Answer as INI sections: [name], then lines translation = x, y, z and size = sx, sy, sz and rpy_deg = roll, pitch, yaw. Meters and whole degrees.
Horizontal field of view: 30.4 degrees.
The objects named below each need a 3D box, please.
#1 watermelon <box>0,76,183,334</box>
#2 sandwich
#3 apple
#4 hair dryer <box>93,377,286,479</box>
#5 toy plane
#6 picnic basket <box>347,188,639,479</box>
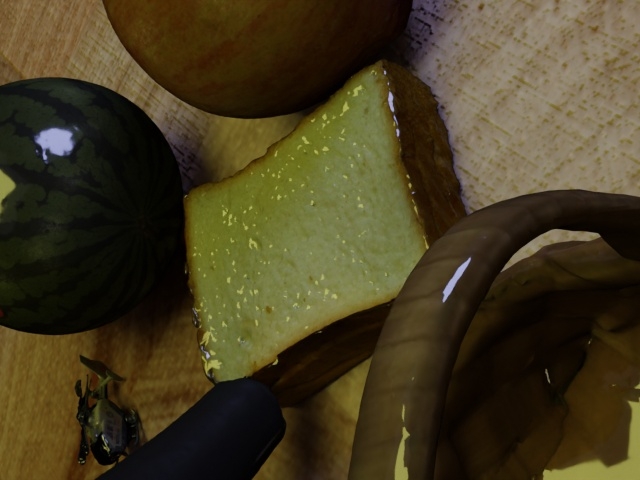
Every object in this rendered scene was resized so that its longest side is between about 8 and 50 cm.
[watermelon]
translation = -0.216, -0.028, 0.936
size = 0.212, 0.212, 0.212
rpy_deg = -17, 64, 41
[sandwich]
translation = 0.000, 0.000, 0.809
size = 0.215, 0.065, 0.186
rpy_deg = -34, 55, 32
[apple]
translation = -0.046, -0.191, 0.819
size = 0.188, 0.211, 0.211
rpy_deg = -32, 55, 35
[hair dryer]
translation = -0.035, 0.269, 0.675
size = 0.359, 0.304, 0.120
rpy_deg = 46, 131, 4
[toy plane]
translation = -0.176, 0.141, 0.953
size = 0.031, 0.049, 0.120
rpy_deg = -47, 31, 23
[picnic basket]
translation = 0.125, 0.117, 0.458
size = 0.337, 0.337, 0.293
rpy_deg = -7, 72, 44
